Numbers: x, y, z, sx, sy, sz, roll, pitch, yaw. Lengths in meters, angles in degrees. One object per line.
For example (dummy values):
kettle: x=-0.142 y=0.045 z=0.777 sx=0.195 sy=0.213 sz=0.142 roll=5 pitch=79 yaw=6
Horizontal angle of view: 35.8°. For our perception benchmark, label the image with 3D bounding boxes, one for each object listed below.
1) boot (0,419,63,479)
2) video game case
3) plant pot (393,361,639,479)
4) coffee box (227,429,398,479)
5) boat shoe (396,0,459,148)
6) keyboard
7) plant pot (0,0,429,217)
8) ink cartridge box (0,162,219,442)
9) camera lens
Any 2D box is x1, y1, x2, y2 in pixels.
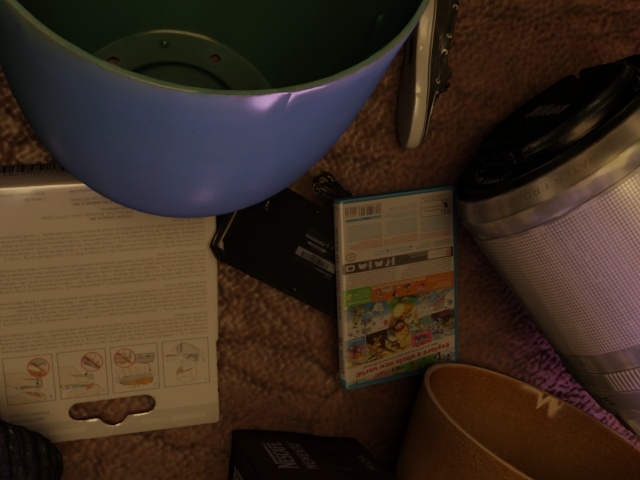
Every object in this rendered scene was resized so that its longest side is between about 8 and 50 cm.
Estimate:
boot: x=-0.225 y=0.302 z=0.772 sx=0.131 sy=0.348 sz=0.260 roll=-20 pitch=56 yaw=-10
video game case: x=0.068 y=0.040 z=0.867 sx=0.119 sy=0.015 sz=0.166 roll=-8 pitch=103 yaw=-28
plant pot: x=0.140 y=0.270 z=0.835 sx=0.237 sy=0.237 sz=0.254 roll=22 pitch=103 yaw=-14
coffee box: x=-0.020 y=0.322 z=0.813 sx=0.119 sy=0.168 sz=0.297 roll=6 pitch=92 yaw=-14
boat shoe: x=0.096 y=-0.149 z=0.867 sx=0.040 sy=0.049 sz=0.142 roll=6 pitch=90 yaw=-14
keyboard: x=0.000 y=0.000 z=0.845 sx=0.180 sy=0.023 sz=0.108 roll=29 pitch=85 yaw=-30
plant pot: x=-0.093 y=-0.151 z=0.698 sx=0.293 sy=0.235 sz=0.292 roll=7 pitch=60 yaw=-12
ink cartridge box: x=-0.182 y=0.049 z=0.826 sx=0.189 sy=0.066 sz=0.232 roll=-5 pitch=116 yaw=-13
camera lens: x=0.264 y=0.000 z=0.828 sx=0.219 sy=0.219 sz=0.274 roll=-39 pitch=102 yaw=-8
